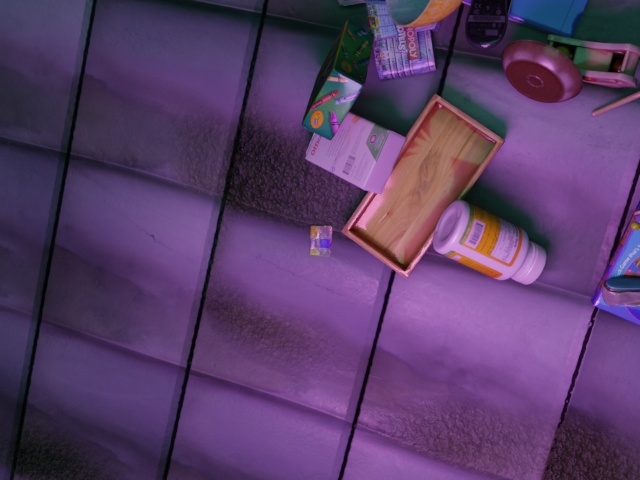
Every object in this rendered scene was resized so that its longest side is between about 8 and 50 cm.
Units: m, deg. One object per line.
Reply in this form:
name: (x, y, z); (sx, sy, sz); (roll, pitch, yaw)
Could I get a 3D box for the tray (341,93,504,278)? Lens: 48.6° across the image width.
tray: (0.253, -0.132, 1.765); (0.202, 0.076, 0.411); (36, 103, 9)

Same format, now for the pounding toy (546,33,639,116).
pounding toy: (0.628, -0.364, 1.597); (0.269, 0.154, 0.155); (15, 99, 13)

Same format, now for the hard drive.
hard drive: (0.480, -0.627, 1.668); (0.318, 0.040, 0.210); (24, 102, 11)

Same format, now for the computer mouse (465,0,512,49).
computer mouse: (0.433, -0.565, 1.638); (0.184, 0.060, 0.262); (2, 85, 19)

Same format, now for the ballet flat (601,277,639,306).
ballet flat: (0.743, 0.115, 1.589); (0.213, 0.072, 0.068); (-3, 122, 16)

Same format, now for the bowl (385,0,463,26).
bowl: (0.276, -0.618, 1.595); (0.155, 0.289, 0.290); (3, 98, -23)

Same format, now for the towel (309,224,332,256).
towel: (0.000, 0.000, 1.878); (0.060, 0.009, 0.083); (5, 97, 14)

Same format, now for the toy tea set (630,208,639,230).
toy tea set: (0.839, -0.041, 1.474); (0.335, 0.200, 0.124); (-11, 84, 10)

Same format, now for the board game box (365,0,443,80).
board game box: (0.222, -0.508, 1.740); (0.194, 0.060, 0.194); (-8, 94, 16)

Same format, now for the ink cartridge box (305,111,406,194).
ink cartridge box: (0.083, -0.228, 1.751); (0.212, 0.093, 0.154); (31, 103, 35)

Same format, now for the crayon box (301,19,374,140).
crayon box: (0.044, -0.380, 1.664); (0.081, 0.278, 0.165); (25, 129, -11)

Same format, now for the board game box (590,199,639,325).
board game box: (0.812, 0.039, 1.629); (0.233, 0.078, 0.347); (25, 101, 11)

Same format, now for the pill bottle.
pill bottle: (0.403, 0.012, 1.679); (0.245, 0.136, 0.136); (24, 102, -13)

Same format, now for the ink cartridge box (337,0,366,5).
ink cartridge box: (0.084, -0.653, 1.698); (0.127, 0.175, 0.073); (-4, 70, 15)

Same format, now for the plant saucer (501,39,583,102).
plant saucer: (0.494, -0.373, 1.612); (0.198, 0.199, 0.036); (31, 76, 10)
